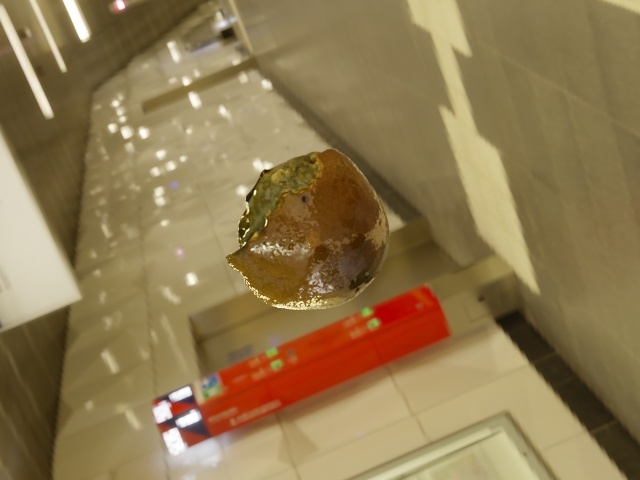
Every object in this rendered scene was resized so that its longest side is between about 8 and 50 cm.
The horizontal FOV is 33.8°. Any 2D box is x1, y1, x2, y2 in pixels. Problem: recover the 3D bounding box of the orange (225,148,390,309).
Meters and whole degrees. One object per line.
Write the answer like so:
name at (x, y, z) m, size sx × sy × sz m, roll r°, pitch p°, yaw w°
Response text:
orange at (0.000, 0.000, 0.924) m, size 0.112 × 0.170 × 0.160 m, roll 36°, pitch 132°, yaw 18°
